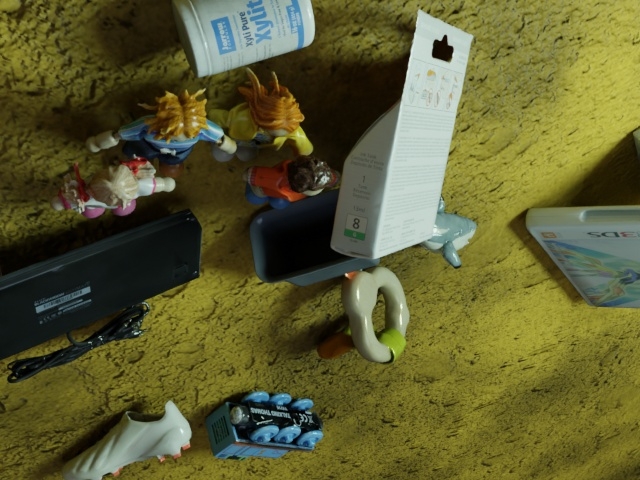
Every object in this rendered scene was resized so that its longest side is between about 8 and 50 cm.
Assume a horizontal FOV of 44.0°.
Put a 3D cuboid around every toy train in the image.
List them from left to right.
[{"bbox_3d":[-0.078,0.279,1.177,0.105,0.080,0.184,-38,144,26],"label":"toy train"}]

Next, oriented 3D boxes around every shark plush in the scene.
[{"bbox_3d":[0.134,-0.033,1.000,0.161,0.073,0.067,36,90,-27],"label":"shark plush"}]

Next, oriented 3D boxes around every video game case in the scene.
[{"bbox_3d":[0.489,0.033,1.127,0.300,0.036,0.329,0,157,35],"label":"video game case"}]

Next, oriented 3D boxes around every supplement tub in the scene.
[{"bbox_3d":[-0.065,-0.186,0.673,0.107,0.071,0.071,-21,141,-11],"label":"supplement tub"}]

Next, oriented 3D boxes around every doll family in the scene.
[{"bbox_3d":[-0.105,-0.088,0.698,0.263,0.118,0.163,-6,178,-21],"label":"doll family"}]

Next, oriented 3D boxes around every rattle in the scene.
[{"bbox_3d":[0.029,0.072,1.041,0.130,0.142,0.200,-57,133,-20],"label":"rattle"}]

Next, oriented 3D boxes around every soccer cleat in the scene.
[{"bbox_3d":[-0.267,0.273,1.073,0.196,0.076,0.068,-20,-176,12],"label":"soccer cleat"}]

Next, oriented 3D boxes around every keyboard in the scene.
[{"bbox_3d":[-0.269,0.074,0.826,0.317,0.033,0.201,-22,149,-26],"label":"keyboard"}]

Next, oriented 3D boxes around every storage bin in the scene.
[{"bbox_3d":[0.000,0.000,0.902,0.135,0.098,0.091,-17,159,16],"label":"storage bin"}]

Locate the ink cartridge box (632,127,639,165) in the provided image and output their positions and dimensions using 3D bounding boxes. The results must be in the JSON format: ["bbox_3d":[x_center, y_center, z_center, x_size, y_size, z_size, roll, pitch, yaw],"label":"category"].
[{"bbox_3d":[0.504,-0.080,1.083,0.072,0.127,0.175,-34,141,7],"label":"ink cartridge box"}]

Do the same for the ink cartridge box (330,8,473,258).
[{"bbox_3d":[0.083,-0.103,0.784,0.181,0.056,0.225,-14,114,-64],"label":"ink cartridge box"}]

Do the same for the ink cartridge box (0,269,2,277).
[{"bbox_3d":[-0.332,0.029,0.767,0.028,0.048,0.083,-23,142,-6],"label":"ink cartridge box"}]
